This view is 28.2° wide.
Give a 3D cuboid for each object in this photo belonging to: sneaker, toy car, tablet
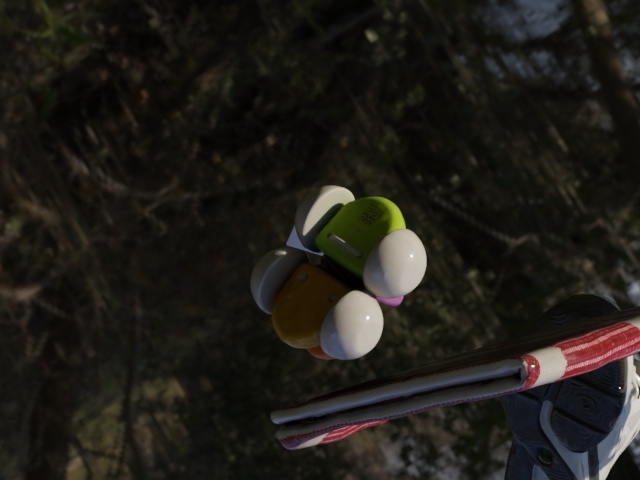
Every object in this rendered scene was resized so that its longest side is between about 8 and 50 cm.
[{"bbox_3d":[0.384,0.197,1.829,0.257,0.169,0.447,-44,149,-39],"label":"sneaker"},{"bbox_3d":[0.032,0.043,1.336,0.182,0.159,0.136,-55,142,-3],"label":"toy car"},{"bbox_3d":[0.000,0.000,1.729,0.006,0.083,0.054,-82,-167,-46],"label":"tablet"}]

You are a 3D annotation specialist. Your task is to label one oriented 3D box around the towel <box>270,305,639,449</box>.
[{"bbox_3d":[0.155,0.086,0.903,0.329,0.037,0.237,-10,172,-45],"label":"towel"}]
